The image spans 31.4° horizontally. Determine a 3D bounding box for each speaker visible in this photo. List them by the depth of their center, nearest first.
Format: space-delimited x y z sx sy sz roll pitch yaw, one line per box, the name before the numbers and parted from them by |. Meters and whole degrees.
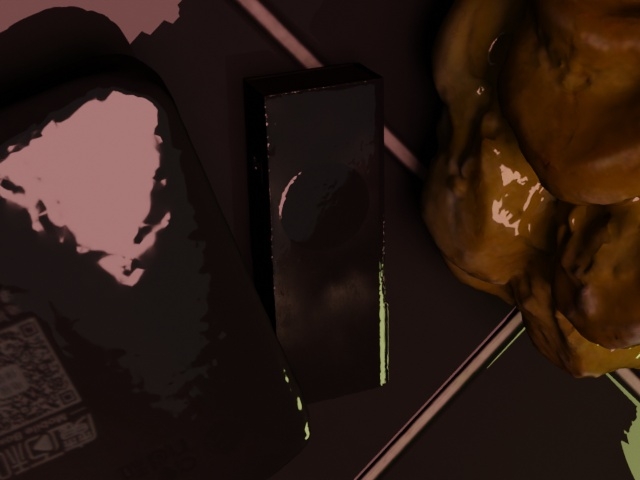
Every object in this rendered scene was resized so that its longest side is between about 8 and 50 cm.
speaker | 0.000 0.000 0.732 0.082 0.044 0.218 -10 116 -19

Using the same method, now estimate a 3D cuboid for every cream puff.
cream puff | 0.227 -0.043 0.691 0.291 0.257 0.324 -5 115 -17

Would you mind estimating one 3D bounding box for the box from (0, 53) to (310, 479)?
box | -0.179 0.064 0.655 0.290 0.073 0.289 -23 119 -2
